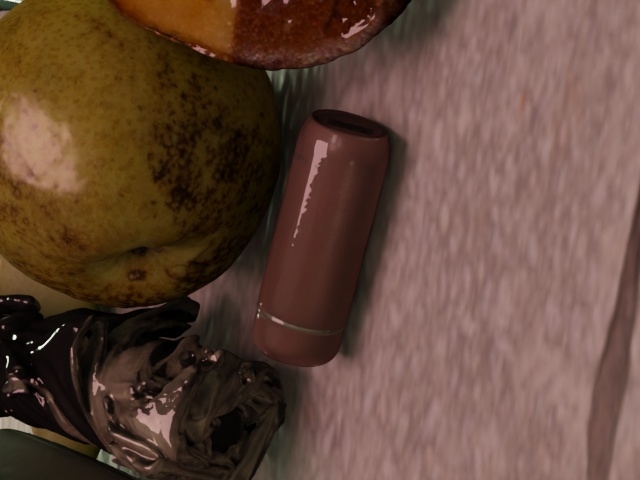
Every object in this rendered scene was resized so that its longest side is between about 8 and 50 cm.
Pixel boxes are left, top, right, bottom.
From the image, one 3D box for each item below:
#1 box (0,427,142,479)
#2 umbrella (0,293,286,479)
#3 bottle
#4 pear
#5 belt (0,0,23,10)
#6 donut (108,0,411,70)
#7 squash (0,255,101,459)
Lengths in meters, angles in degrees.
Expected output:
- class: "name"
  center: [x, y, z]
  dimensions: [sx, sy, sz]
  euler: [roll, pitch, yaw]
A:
- class: "box"
  center: [-0.173, 0.241, 1.123]
  dimensions: [0.290, 0.166, 0.220]
  euler: [11, 129, 54]
- class: "umbrella"
  center: [-0.181, 0.072, 1.154]
  dimensions: [0.358, 0.113, 0.106]
  euler: [10, 93, 38]
- class: "bottle"
  center: [0.000, 0.000, 1.017]
  dimensions: [0.053, 0.053, 0.140]
  euler: [37, 120, 49]
- class: "pear"
  center: [-0.112, -0.053, 1.064]
  dimensions: [0.197, 0.197, 0.197]
  euler: [0, 90, 55]
- class: "belt"
  center: [-0.202, -0.200, 1.288]
  dimensions: [0.302, 0.072, 0.087]
  euler: [12, 102, 54]
- class: "donut"
  center: [-0.037, -0.175, 0.979]
  dimensions: [0.217, 0.085, 0.141]
  euler: [19, 124, 8]
- class: "squash"
  center: [-0.205, 0.028, 1.263]
  dimensions: [0.093, 0.169, 0.252]
  euler: [-24, 61, 6]
